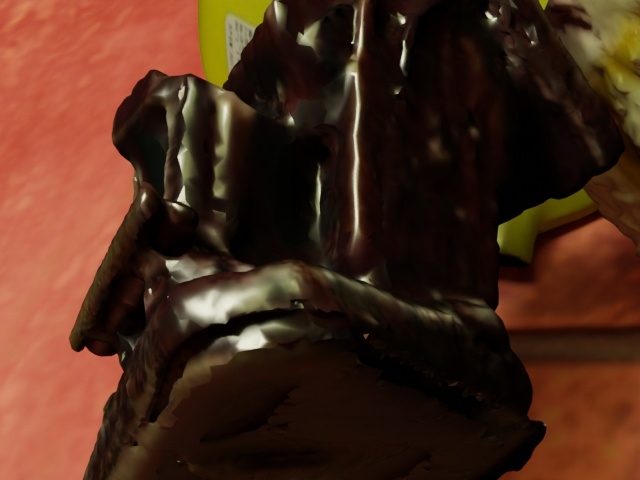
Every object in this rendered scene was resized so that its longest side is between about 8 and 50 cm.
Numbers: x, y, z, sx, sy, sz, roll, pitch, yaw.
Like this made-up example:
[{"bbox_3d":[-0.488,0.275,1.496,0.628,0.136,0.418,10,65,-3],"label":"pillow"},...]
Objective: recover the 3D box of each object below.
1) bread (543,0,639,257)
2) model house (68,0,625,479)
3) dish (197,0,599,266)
[{"bbox_3d":[0.221,-0.126,0.463,0.338,0.187,0.155,-39,77,-17],"label":"bread"},{"bbox_3d":[-0.011,0.002,0.443,0.141,0.203,0.164,4,60,-24],"label":"model house"},{"bbox_3d":[0.053,-0.121,0.599,0.221,0.108,0.262,-29,43,-4],"label":"dish"}]
